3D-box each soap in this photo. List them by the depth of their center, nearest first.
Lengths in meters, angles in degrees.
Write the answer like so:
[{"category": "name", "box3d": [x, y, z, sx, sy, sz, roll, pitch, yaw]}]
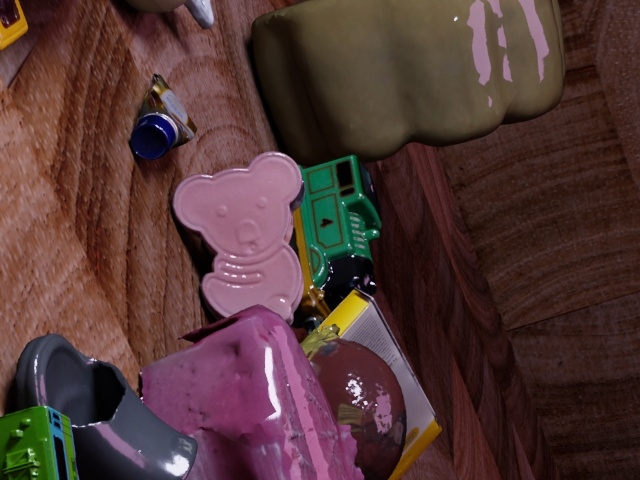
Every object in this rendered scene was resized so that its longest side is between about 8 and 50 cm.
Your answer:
[{"category": "soap", "box3d": [-0.039, 0.206, 1.392, 0.220, 0.127, 0.325, 27, 45, -75]}]

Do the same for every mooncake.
[{"category": "mooncake", "box3d": [0.110, -0.210, 2.140, 0.378, 0.378, 0.201, -34, 111, -78]}]

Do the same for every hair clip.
[{"category": "hair clip", "box3d": [-0.065, 0.004, 1.628, 0.102, 0.123, 0.138, 91, -14, -57]}]

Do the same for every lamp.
[{"category": "lamp", "box3d": [-0.001, 0.165, 1.632, 0.135, 0.156, 0.157, 8, 19, -36]}]

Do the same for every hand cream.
[{"category": "hand cream", "box3d": [-0.139, -0.110, 1.622, 0.062, 0.039, 0.163, 53, 14, -13]}]

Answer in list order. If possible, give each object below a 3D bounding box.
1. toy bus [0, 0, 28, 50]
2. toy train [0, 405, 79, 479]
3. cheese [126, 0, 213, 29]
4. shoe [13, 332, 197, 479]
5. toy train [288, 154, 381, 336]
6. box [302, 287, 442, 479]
[{"category": "toy bus", "box3d": [-0.252, -0.198, 1.099, 0.083, 0.088, 0.194, -70, 141, -70]}, {"category": "toy train", "box3d": [-0.159, 0.200, 1.050, 0.042, 0.044, 0.209, 50, 25, -62]}, {"category": "cheese", "box3d": [-0.150, -0.257, 1.705, 0.249, 0.070, 0.163, 61, 16, -46]}, {"category": "shoe", "box3d": [-0.117, 0.159, 1.191, 0.108, 0.093, 0.241, -77, 149, -65]}, {"category": "toy train", "box3d": [0.000, 0.000, 1.854, 0.091, 0.136, 0.228, 57, 16, -50]}, {"category": "box", "box3d": [0.040, 0.167, 1.842, 0.033, 0.129, 0.247, 30, -21, 39]}]
